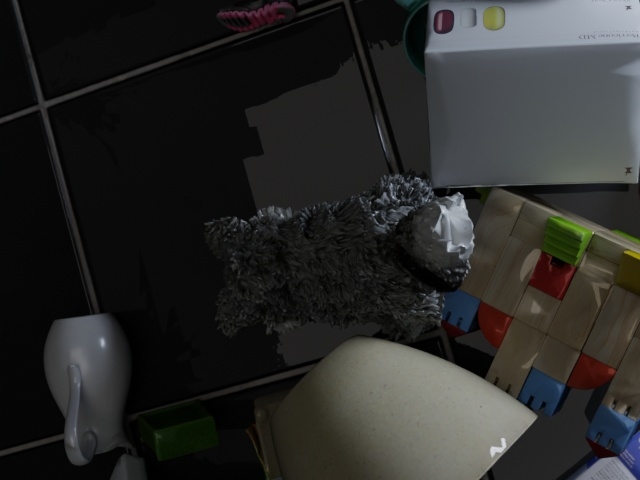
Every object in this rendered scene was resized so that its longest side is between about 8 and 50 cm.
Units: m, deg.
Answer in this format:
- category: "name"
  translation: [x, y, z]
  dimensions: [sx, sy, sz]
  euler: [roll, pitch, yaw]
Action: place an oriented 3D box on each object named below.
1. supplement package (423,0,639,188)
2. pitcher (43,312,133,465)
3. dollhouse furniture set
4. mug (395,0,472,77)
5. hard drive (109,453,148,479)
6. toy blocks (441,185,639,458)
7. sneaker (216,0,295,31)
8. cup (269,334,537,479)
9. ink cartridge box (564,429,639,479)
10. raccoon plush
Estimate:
- category: "supplement package"
  translation: [0.268, -0.190, 1.336]
  dimensions: [0.262, 0.145, 0.204]
  euler: [-1, 128, 9]
- category: "pitcher"
  translation: [-0.335, 0.212, 1.514]
  dimensions: [0.126, 0.178, 0.207]
  euler: [-8, 88, 3]
- category: "dollhouse furniture set"
  translation: [-0.087, 0.317, 1.509]
  dimensions: [0.302, 0.151, 0.197]
  euler: [-12, 92, -16]
- category: "mug"
  translation: [0.173, -0.301, 1.419]
  dimensions: [0.130, 0.097, 0.157]
  euler: [-10, 125, 17]
- category: "hard drive"
  translation: [-0.274, 0.478, 1.406]
  dimensions: [0.047, 0.353, 0.233]
  euler: [18, 106, -19]
- category: "toy blocks"
  translation: [0.312, 0.105, 1.372]
  dimensions: [0.381, 0.191, 0.260]
  euler: [28, 104, 23]
- category: "sneaker"
  translation: [-0.094, -0.342, 1.541]
  dimensions: [0.119, 0.047, 0.057]
  euler: [-6, 66, 13]
- category: "cup"
  translation: [0.075, 0.260, 1.342]
  dimensions: [0.237, 0.331, 0.331]
  euler: [43, 99, 15]
- category: "ink cartridge box"
  translation: [0.366, 0.410, 1.398]
  dimensions: [0.311, 0.065, 0.186]
  euler: [-43, 80, 12]
- category: "raccoon plush"
  translation: [0.000, 0.000, 1.316]
  dimensions: [0.299, 0.446, 0.216]
  euler: [-4, 71, -4]
